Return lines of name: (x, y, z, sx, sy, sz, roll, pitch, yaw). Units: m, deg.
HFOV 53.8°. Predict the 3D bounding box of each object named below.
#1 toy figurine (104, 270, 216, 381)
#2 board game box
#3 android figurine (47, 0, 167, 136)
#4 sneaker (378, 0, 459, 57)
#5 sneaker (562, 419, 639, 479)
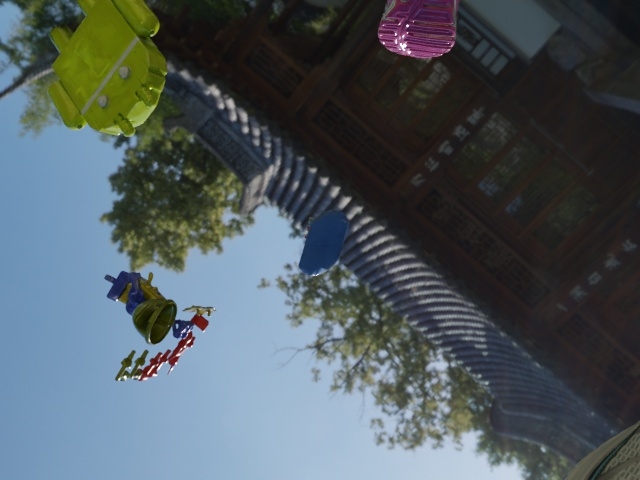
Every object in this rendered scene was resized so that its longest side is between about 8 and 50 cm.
toy figurine: (-0.387, 0.150, 1.304, 0.217, 0.191, 0.362, 37, 177, 9)
board game box: (0.000, 0.000, 1.486, 0.133, 0.168, 0.033, -3, -154, -46)
android figurine: (-0.354, -0.289, 1.042, 0.273, 0.248, 0.056, 55, -158, 21)
sneaker: (0.136, -0.329, 0.785, 0.103, 0.111, 0.252, 13, 158, 4)
sneaker: (0.215, 0.107, 0.317, 0.110, 0.122, 0.283, 38, -122, 21)
